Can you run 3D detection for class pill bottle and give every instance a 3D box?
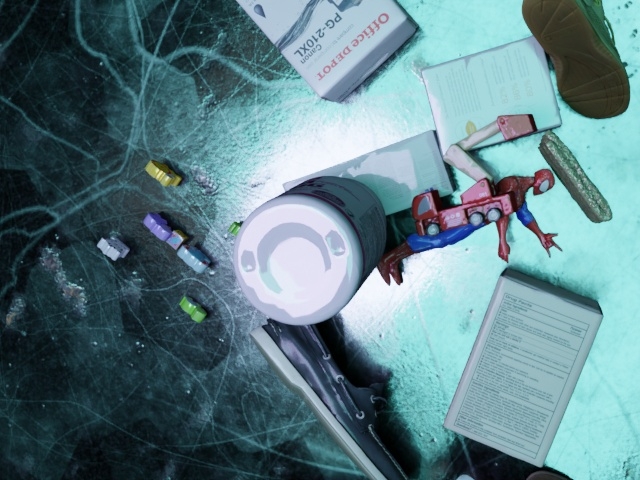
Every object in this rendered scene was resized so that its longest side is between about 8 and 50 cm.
[{"bbox_3d":[0.000,0.000,1.235,0.160,0.283,0.160,2,101,12],"label":"pill bottle"}]

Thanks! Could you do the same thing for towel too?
[{"bbox_3d":[0.352,-0.087,1.292,0.027,0.110,0.148,-35,85,7],"label":"towel"}]

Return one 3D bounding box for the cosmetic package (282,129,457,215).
[{"bbox_3d":[0.073,-0.079,1.386,0.239,0.060,0.099,-18,91,15],"label":"cosmetic package"}]

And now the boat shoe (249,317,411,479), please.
[{"bbox_3d":[0.041,0.236,1.395,0.113,0.127,0.340,-40,82,-13],"label":"boat shoe"}]

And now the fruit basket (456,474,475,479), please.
[{"bbox_3d":[0.226,0.526,1.298,0.353,0.165,0.327,35,109,-18],"label":"fruit basket"}]

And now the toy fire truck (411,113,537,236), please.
[{"bbox_3d":[0.207,-0.088,1.267,0.192,0.047,0.135,-14,93,22],"label":"toy fire truck"}]

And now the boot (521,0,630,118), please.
[{"bbox_3d":[0.355,-0.310,1.268,0.095,0.262,0.203,-13,49,35],"label":"boot"}]

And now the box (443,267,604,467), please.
[{"bbox_3d":[0.286,0.174,1.320,0.148,0.127,0.232,22,99,12],"label":"box"}]

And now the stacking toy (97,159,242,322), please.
[{"bbox_3d":[-0.226,0.003,1.473,0.221,0.052,0.167,38,102,8],"label":"stacking toy"}]

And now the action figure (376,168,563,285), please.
[{"bbox_3d":[0.230,0.007,1.340,0.280,0.091,0.139,-35,79,15],"label":"action figure"}]

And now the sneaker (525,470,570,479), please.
[{"bbox_3d":[0.374,0.410,1.345,0.188,0.071,0.066,41,103,7],"label":"sneaker"}]

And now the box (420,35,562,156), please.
[{"bbox_3d":[0.242,-0.201,1.319,0.170,0.091,0.130,-14,92,14],"label":"box"}]

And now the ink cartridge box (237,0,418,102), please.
[{"bbox_3d":[-0.001,-0.345,1.363,0.172,0.100,0.237,-42,84,14],"label":"ink cartridge box"}]
